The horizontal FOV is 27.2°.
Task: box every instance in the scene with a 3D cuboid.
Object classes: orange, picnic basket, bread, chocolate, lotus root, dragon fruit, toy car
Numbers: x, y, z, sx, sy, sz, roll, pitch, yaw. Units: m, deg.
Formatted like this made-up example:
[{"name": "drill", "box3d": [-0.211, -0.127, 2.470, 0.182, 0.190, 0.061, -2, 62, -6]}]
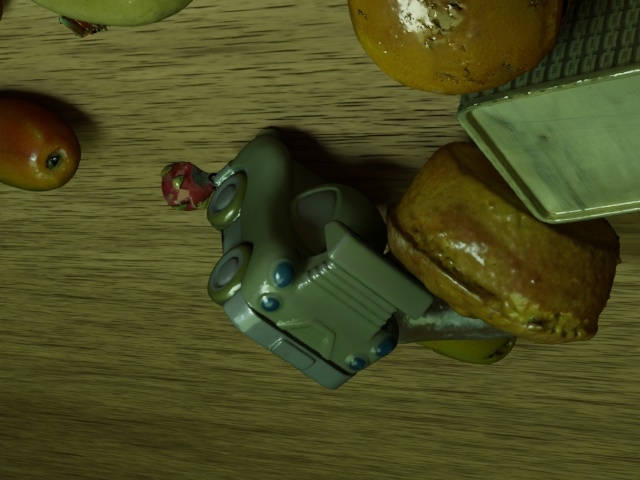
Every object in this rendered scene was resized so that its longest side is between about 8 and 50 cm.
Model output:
[{"name": "orange", "box3d": [0.134, -0.257, 1.275, 0.240, 0.240, 0.240, 15, 152, 8]}, {"name": "picnic basket", "box3d": [0.325, -0.164, 1.392, 0.313, 0.175, 0.228, -9, 140, 36]}, {"name": "bread", "box3d": [0.225, 0.001, 1.633, 0.312, 0.172, 0.312, 25, -165, -7]}, {"name": "chocolate", "box3d": [0.203, 0.078, 1.846, 0.261, 0.083, 0.161, -8, 111, 6]}, {"name": "lotus root", "box3d": [-0.235, -0.314, 1.502, 0.303, 0.146, 0.131, 9, 147, 24]}, {"name": "dragon fruit", "box3d": [-0.202, -0.077, 1.998, 0.083, 0.060, 0.056, 34, 152, -22]}, {"name": "toy car", "box3d": [0.000, 0.000, 1.757, 0.242, 0.336, 0.226, 35, 119, -28]}, {"name": "toy car", "box3d": [-0.269, -0.300, 1.646, 0.073, 0.054, 0.143, 38, 147, -30]}]

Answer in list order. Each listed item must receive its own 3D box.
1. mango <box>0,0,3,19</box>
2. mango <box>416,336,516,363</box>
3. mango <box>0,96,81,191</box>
[{"name": "mango", "box3d": [-0.467, -0.328, 1.697, 0.105, 0.084, 0.159, 0, 168, 33]}, {"name": "mango", "box3d": [0.203, 0.112, 2.008, 0.262, 0.130, 0.167, 32, 150, -31]}, {"name": "mango", "box3d": [-0.468, -0.147, 1.965, 0.289, 0.129, 0.146, 10, 169, 33]}]
